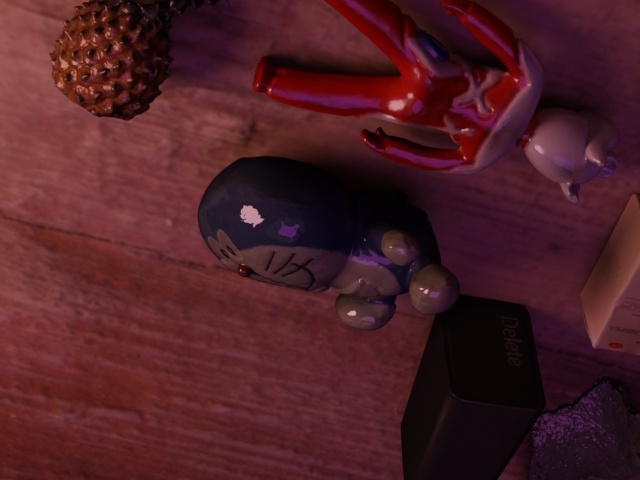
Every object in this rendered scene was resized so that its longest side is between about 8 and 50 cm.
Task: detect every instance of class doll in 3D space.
[{"bbox_3d":[0.133,-0.143,1.138,0.384,0.099,0.188,24,127,-12],"label":"doll"},{"bbox_3d":[0.000,0.000,1.202,0.258,0.154,0.228,12,167,-24],"label":"doll"}]

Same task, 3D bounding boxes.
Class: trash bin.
[{"bbox_3d":[0.174,0.206,1.380,0.115,0.165,0.225,8,132,-8],"label":"trash bin"}]

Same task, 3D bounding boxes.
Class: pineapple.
[{"bbox_3d":[-0.156,-0.243,1.038,0.130,0.119,0.277,48,124,18],"label":"pineapple"}]

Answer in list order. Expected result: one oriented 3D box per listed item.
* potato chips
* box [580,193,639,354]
[{"bbox_3d":[0.344,0.285,1.517,0.228,0.059,0.167,-34,116,30],"label":"potato chips"},{"bbox_3d":[0.428,0.054,1.299,0.212,0.095,0.168,10,127,-9],"label":"box"}]
